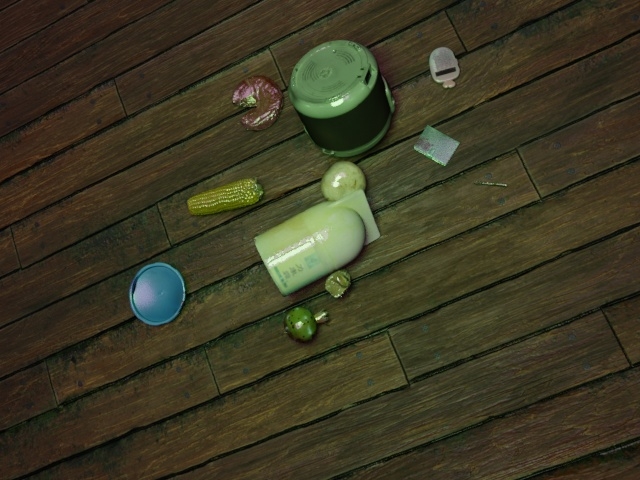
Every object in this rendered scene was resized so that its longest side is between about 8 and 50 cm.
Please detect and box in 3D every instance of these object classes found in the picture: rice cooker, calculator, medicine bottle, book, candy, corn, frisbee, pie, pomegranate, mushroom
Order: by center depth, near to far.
[{"bbox_3d":[0.000,0.000,1.645,0.406,0.236,0.236,-28,78,-2],"label":"medicine bottle"},{"bbox_3d":[0.079,-0.483,1.658,0.334,0.325,0.336,-9,62,18],"label":"rice cooker"},{"bbox_3d":[0.061,0.147,1.683,0.095,0.110,0.085,-41,94,15],"label":"candy"},{"bbox_3d":[-0.055,0.290,1.693,0.129,0.159,0.130,23,124,41],"label":"pomegranate"},{"bbox_3d":[0.417,-0.341,1.721,0.135,0.017,0.103,33,90,14],"label":"book"},{"bbox_3d":[0.084,-0.202,1.721,0.166,0.127,0.167,0,103,0],"label":"mushroom"},{"bbox_3d":[0.455,-0.632,1.750,0.103,0.024,0.166,-12,78,9],"label":"calculator"},{"bbox_3d":[-0.365,-0.159,1.818,0.304,0.106,0.106,-15,80,14],"label":"corn"},{"bbox_3d":[-0.627,0.207,1.851,0.241,0.045,0.242,-2,81,11],"label":"frisbee"},{"bbox_3d":[-0.248,-0.543,1.868,0.204,0.054,0.219,-39,77,5],"label":"pie"}]

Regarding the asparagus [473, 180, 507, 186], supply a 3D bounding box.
[{"bbox_3d":[0.593,-0.197,1.666,0.114,0.015,0.014,5,86,12],"label":"asparagus"}]
